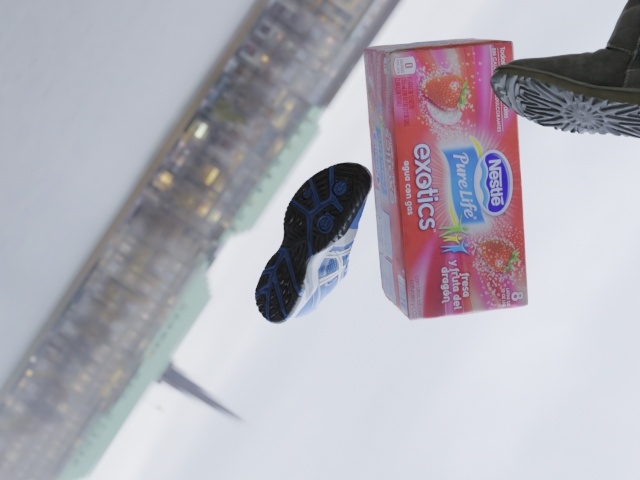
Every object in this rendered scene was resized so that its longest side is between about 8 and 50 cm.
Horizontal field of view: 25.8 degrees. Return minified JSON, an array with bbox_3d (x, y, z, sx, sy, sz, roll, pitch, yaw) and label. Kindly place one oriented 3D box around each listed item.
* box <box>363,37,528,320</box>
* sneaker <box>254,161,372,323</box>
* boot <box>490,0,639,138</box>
[{"bbox_3d":[0.140,-0.074,1.586,0.154,0.142,0.300,-139,-137,-77],"label":"box"},{"bbox_3d":[0.000,0.000,1.601,0.081,0.080,0.211,1,126,-54],"label":"sneaker"},{"bbox_3d":[0.270,-0.191,1.230,0.209,0.189,0.076,-66,156,-22],"label":"boot"}]
